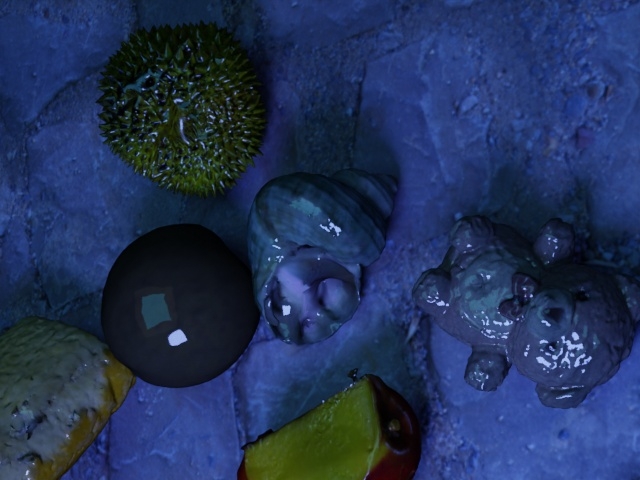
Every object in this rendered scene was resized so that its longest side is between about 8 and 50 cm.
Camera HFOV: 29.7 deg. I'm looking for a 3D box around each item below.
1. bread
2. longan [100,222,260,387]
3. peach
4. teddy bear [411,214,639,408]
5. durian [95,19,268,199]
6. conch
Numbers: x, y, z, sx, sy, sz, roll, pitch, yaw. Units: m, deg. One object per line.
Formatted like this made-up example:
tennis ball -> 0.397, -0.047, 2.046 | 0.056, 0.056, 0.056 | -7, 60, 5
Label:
bread -> -0.466, 0.298, 1.807 | 0.237, 0.165, 0.375 | 14, 52, 35
longan -> -0.202, 0.090, 1.755 | 0.248, 0.248, 0.248 | -8, 74, 32
peach -> 0.017, 0.306, 1.586 | 0.267, 0.159, 0.153 | -33, 52, 21
teddy bear -> 0.253, 0.084, 1.491 | 0.267, 0.151, 0.236 | 34, 92, 39
durian -> -0.211, -0.209, 1.818 | 0.291, 0.225, 0.291 | -6, 77, 26
conch -> 0.000, 0.000, 1.672 | 0.277, 0.195, 0.220 | -45, 96, -9
